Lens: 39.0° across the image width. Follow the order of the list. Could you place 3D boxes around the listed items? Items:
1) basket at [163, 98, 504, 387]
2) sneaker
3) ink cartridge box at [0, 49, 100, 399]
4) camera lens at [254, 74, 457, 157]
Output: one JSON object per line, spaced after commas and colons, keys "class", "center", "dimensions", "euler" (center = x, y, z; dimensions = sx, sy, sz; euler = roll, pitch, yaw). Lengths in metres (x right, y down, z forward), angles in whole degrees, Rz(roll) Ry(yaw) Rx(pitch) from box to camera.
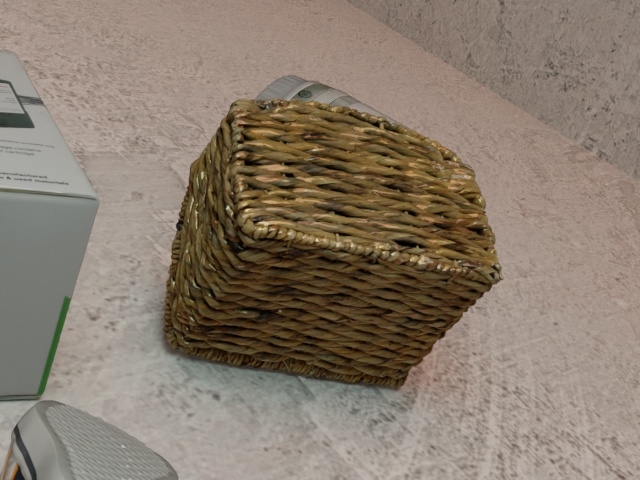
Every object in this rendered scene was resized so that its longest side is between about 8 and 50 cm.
{"class": "basket", "center": [0.000, 0.000, 0.957], "dimensions": [0.299, 0.223, 0.213], "euler": [11, 47, -23]}
{"class": "sneaker", "center": [-0.166, 0.192, 0.586], "dimensions": [0.126, 0.127, 0.321], "euler": [30, -7, -11]}
{"class": "ink cartridge box", "center": [-0.318, -0.028, 0.810], "dimensions": [0.122, 0.211, 0.289], "euler": [3, 31, -35]}
{"class": "camera lens", "center": [0.032, -0.068, 1.185], "dimensions": [0.274, 0.219, 0.219], "euler": [31, 26, 16]}
